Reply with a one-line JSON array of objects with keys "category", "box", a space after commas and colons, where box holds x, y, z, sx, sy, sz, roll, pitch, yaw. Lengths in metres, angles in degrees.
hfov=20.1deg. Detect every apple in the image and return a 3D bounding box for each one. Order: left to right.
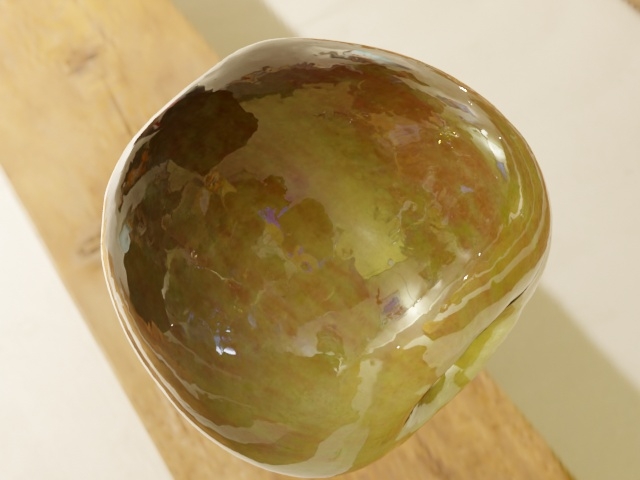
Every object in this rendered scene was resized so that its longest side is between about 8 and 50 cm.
[{"category": "apple", "box": [0.000, 0.000, 1.048, 0.257, 0.257, 0.234, -38, -105, -18]}]
